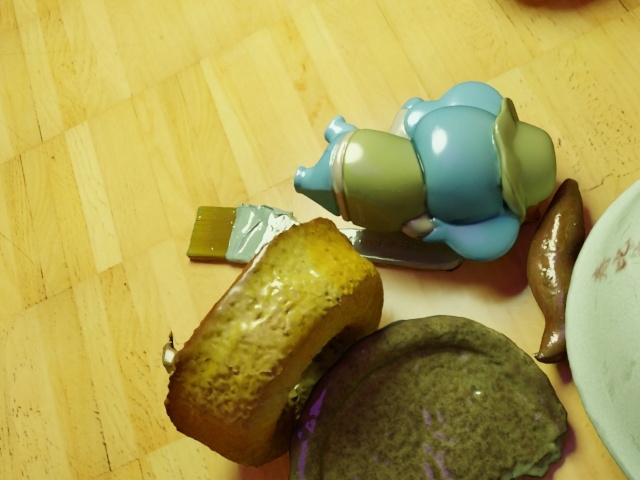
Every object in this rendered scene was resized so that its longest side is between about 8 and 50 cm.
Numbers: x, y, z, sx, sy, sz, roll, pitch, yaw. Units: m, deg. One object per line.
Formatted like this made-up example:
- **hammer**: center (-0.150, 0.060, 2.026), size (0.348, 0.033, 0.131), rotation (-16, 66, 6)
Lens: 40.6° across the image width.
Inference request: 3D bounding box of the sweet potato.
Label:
- **sweet potato**: center (0.237, 0.028, 0.868), size (0.058, 0.055, 0.202), rotation (-30, 47, 57)

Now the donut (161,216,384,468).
- **donut**: center (-0.038, 0.098, 0.827), size (0.118, 0.253, 0.253), rotation (31, 77, 21)

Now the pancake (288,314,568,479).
- **pancake**: center (0.107, 0.212, 0.774), size (0.288, 0.033, 0.286), rotation (-28, 77, -18)

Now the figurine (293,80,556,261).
- **figurine**: center (0.114, -0.084, 0.911), size (0.262, 0.153, 0.180), rotation (12, 43, 11)

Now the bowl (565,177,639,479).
- **bowl**: center (0.424, 0.044, 0.682), size (0.435, 0.196, 0.434), rotation (-5, 63, 10)

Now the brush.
- **brush**: center (0.000, 0.000, 0.987), size (0.337, 0.020, 0.085), rotation (4, 65, 22)
